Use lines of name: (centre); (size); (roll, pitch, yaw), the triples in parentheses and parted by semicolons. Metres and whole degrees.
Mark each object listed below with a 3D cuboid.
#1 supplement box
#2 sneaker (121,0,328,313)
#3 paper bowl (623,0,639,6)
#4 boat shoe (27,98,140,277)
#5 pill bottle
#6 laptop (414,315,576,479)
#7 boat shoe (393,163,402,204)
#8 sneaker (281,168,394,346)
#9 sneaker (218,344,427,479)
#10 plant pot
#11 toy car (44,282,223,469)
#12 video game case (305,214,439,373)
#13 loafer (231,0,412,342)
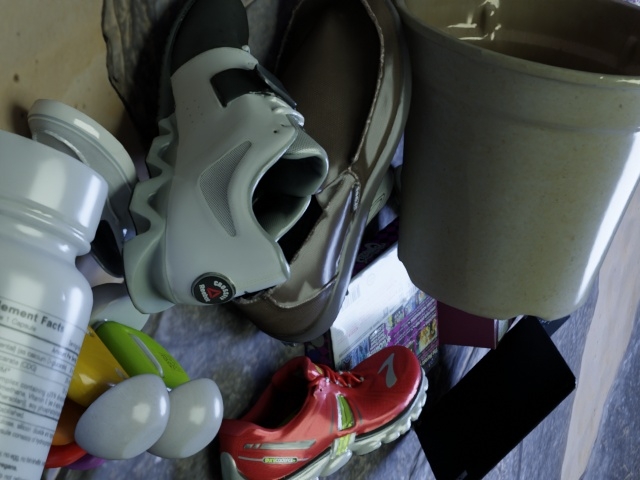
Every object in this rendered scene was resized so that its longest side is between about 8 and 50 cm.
supplement box: (0.206, 0.070, 1.667); (0.188, 0.104, 0.080); (-39, 130, -61)
sneaker: (-0.061, -0.082, 1.046); (0.122, 0.146, 0.330); (72, 18, -52)
paper bowl: (0.266, -0.232, 1.590); (0.284, 0.148, 0.284); (-1, 94, -21)
boat shoe: (-0.183, -0.035, 0.986); (0.184, 0.066, 0.063); (72, 36, -56)
pill bottle: (-0.239, 0.077, 0.800); (0.160, 0.160, 0.283); (37, 65, -59)
laptop: (0.255, 0.218, 1.679); (0.234, 0.136, 0.264); (-47, 157, 16)
boat shoe: (0.120, -0.046, 1.570); (0.153, 0.048, 0.056); (45, 61, -50)
sneaker: (0.000, 0.000, 1.327); (0.086, 0.085, 0.237); (37, 66, -30)
sneaker: (0.008, 0.168, 1.313); (0.279, 0.107, 0.118); (-30, 114, -39)
plant pot: (0.218, -0.093, 1.363); (0.334, 0.334, 0.305); (-34, 139, -54)
toy car: (-0.178, 0.118, 0.973); (0.136, 0.159, 0.182); (-49, 155, 12)
video game case: (0.064, 0.106, 1.485); (0.232, 0.042, 0.210); (-38, 130, -46)
loafer: (-0.008, -0.082, 1.214); (0.130, 0.134, 0.365); (15, 84, -62)
